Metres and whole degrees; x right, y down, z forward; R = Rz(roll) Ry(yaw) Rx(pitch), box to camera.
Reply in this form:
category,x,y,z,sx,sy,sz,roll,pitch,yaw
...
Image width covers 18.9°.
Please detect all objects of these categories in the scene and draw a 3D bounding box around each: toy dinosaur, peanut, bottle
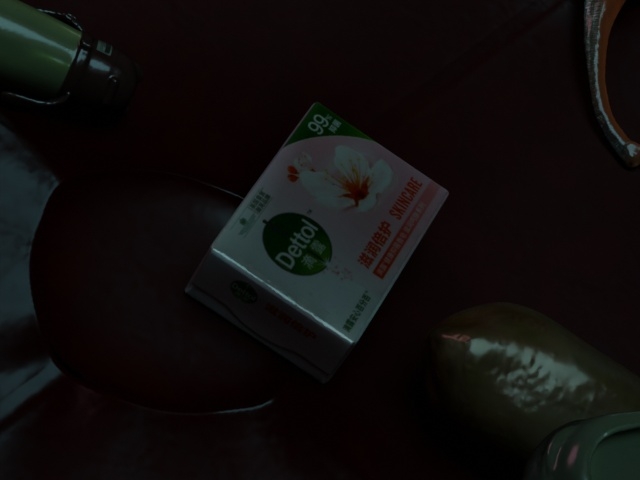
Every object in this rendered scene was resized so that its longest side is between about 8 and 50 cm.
category,x,y,z,sx,sy,sz,roll,pitch,yaw
toy dinosaur,0.195,-0.170,1.189,0.101,0.055,0.280,-1,60,-14
peanut,0.117,0.084,0.966,0.152,0.076,0.076,29,51,-11
bottle,-0.142,-0.092,0.987,0.101,0.047,0.063,22,79,-15

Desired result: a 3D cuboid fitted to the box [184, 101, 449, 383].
category,x,y,z,sx,sy,sz,roll,pitch,yaw
box,0.000,0.000,0.987,0.089,0.043,0.125,33,50,-1

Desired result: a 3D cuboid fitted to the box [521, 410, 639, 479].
category,x,y,z,sx,sy,sz,roll,pitch,yaw
box,0.191,0.167,0.874,0.274,0.178,0.138,-2,59,-26
